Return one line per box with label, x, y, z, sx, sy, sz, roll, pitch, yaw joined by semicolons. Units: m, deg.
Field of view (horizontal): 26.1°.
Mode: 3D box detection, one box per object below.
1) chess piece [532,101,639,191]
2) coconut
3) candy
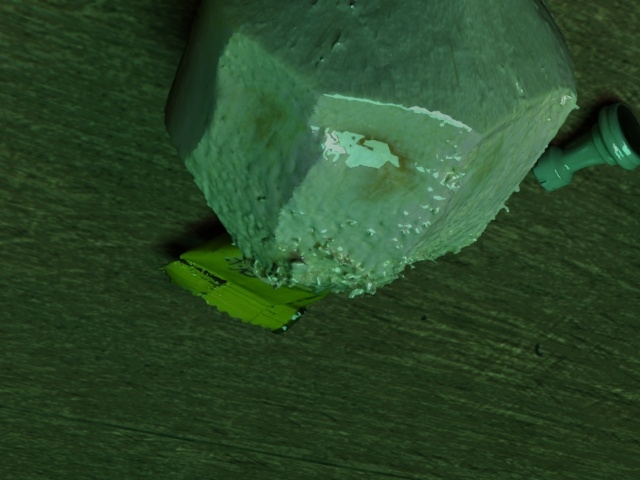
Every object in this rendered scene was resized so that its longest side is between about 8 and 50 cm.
chess piece;0.260;-0.086;1.349;0.103;0.067;0.067;-26;140;33
coconut;0.039;-0.126;1.074;0.297;0.297;0.309;6;142;-19
candy;0.000;0.000;1.376;0.297;0.081;0.187;-36;133;29
